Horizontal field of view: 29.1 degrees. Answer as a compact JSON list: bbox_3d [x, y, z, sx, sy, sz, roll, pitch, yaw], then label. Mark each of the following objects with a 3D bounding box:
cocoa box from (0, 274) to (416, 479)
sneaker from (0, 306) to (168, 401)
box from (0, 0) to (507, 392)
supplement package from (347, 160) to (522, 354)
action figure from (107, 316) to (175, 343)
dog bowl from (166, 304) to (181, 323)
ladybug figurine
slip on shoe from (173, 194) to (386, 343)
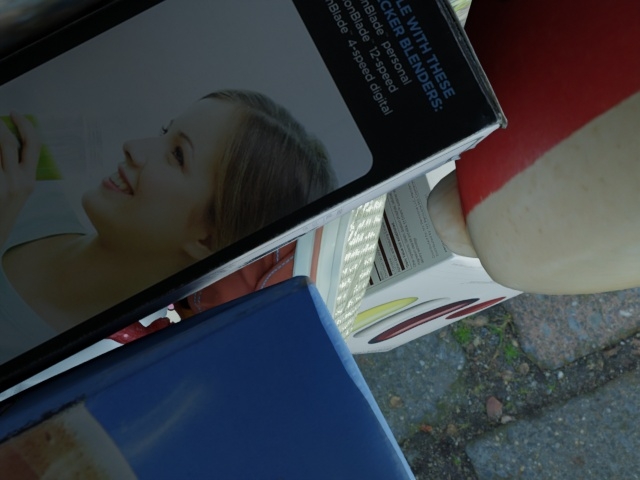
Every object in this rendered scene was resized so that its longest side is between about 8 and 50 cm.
[{"bbox_3d":[-0.073,0.166,0.468,0.228,0.231,0.347,-27,180,-10],"label":"cocoa box"},{"bbox_3d":[-0.200,0.109,0.967,0.292,0.169,0.108,-21,-138,29],"label":"sneaker"},{"bbox_3d":[-0.092,-0.005,0.433,0.290,0.087,0.169,-27,180,0],"label":"box"},{"bbox_3d":[0.049,-0.015,0.895,0.203,0.149,0.194,-28,162,36],"label":"supplement package"},{"bbox_3d":[-0.150,0.033,0.793,0.139,0.091,0.280,-7,167,-41],"label":"action figure"},{"bbox_3d":[-0.285,0.153,1.253,0.408,0.150,0.408,-32,-176,3],"label":"dog bowl"},{"bbox_3d":[0.231,-0.127,0.493,0.449,0.162,0.305,-29,-179,12],"label":"ladybug figurine"},{"bbox_3d":[-0.033,0.037,0.720,0.331,0.101,0.123,100,13,-50],"label":"slip on shoe"}]
